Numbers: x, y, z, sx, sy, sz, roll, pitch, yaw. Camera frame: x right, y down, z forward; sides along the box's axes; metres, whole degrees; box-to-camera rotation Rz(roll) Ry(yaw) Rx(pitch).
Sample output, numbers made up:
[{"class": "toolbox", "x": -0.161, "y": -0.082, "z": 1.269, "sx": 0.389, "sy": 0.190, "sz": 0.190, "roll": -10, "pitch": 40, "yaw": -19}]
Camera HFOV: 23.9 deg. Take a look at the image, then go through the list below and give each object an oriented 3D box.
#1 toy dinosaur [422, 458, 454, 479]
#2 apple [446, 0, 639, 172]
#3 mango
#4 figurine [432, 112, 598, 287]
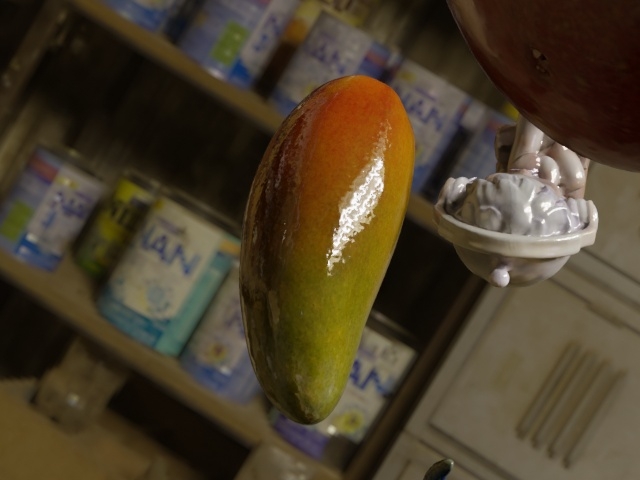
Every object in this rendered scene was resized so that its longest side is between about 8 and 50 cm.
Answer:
[{"class": "toy dinosaur", "x": 0.078, "y": 0.270, "z": 0.907, "sx": 0.075, "sy": 0.248, "sz": 0.188, "roll": -5, "pitch": 26, "yaw": 32}, {"class": "apple", "x": 0.221, "y": -0.177, "z": 0.755, "sx": 0.348, "sy": 0.277, "sz": 0.348, "roll": -6, "pitch": 21, "yaw": 3}, {"class": "mango", "x": 0.001, "y": -0.004, "z": 1.210, "sx": 0.129, "sy": 0.289, "sz": 0.146, "roll": 12, "pitch": -34, "yaw": -1}, {"class": "figurine", "x": 0.202, "y": -0.036, "z": 1.511, "sx": 0.162, "sy": 0.141, "sz": 0.237, "roll": 12, "pitch": 28, "yaw": 19}]
